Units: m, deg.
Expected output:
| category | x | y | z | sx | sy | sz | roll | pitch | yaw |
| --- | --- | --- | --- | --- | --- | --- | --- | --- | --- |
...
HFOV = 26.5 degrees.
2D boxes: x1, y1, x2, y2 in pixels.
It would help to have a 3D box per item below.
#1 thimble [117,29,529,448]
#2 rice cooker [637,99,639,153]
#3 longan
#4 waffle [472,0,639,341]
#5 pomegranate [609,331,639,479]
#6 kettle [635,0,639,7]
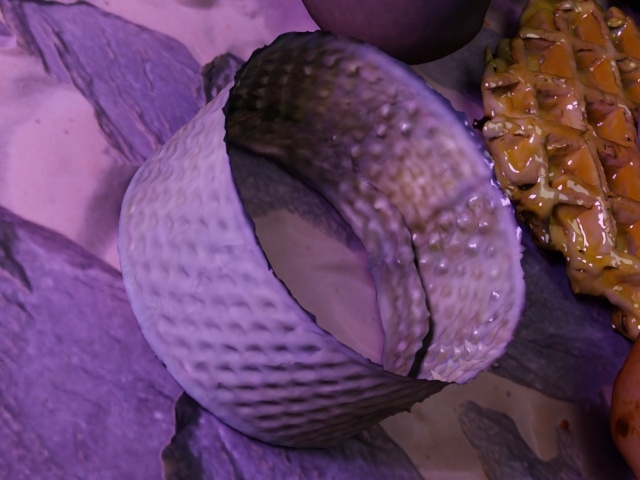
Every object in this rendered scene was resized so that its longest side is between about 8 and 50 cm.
| category | x | y | z | sx | sy | sz | roll | pitch | yaw |
| --- | --- | --- | --- | --- | --- | --- | --- | --- | --- |
| thimble | 0.000 | 0.000 | 0.962 | 0.271 | 0.150 | 0.270 | 24 | 49 | -31 |
| rice cooker | 0.389 | -0.091 | 1.262 | 0.206 | 0.145 | 0.127 | 34 | 59 | -14 |
| longan | 0.065 | -0.234 | 1.163 | 0.187 | 0.167 | 0.167 | 26 | 48 | -44 |
| waffle | 0.310 | -0.073 | 1.352 | 0.382 | 0.095 | 0.379 | 46 | 44 | -7 |
| pomegranate | 0.352 | 0.149 | 1.159 | 0.209 | 0.209 | 0.209 | 23 | 50 | -31 |
| kettle | 0.490 | -0.240 | 1.571 | 0.268 | 0.207 | 0.290 | -48 | 111 | -19 |
